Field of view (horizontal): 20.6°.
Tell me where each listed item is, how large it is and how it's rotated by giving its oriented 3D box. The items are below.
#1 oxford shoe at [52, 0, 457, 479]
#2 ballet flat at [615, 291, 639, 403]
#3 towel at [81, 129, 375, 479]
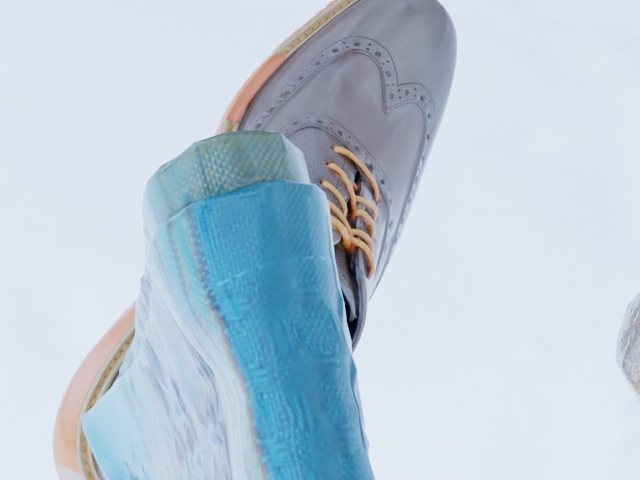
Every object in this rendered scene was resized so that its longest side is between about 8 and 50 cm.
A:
[{"bbox_3d":[0.000,0.000,0.953,0.132,0.130,0.364,-11,46,56],"label":"oxford shoe"},{"bbox_3d":[0.179,0.011,0.749,0.107,0.106,0.316,6,12,3],"label":"ballet flat"},{"bbox_3d":[-0.011,0.186,0.435,0.040,0.370,0.271,-6,-16,-13],"label":"towel"}]
